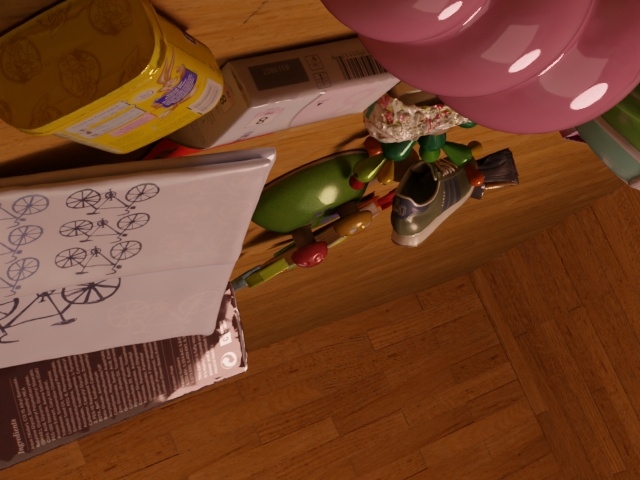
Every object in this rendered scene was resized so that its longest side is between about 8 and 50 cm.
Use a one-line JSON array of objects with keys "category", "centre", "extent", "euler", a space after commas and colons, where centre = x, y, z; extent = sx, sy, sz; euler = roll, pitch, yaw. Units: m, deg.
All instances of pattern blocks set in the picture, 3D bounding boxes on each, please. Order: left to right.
[{"category": "pattern blocks set", "centre": [0.000, 0.000, 1.895], "extent": [0.285, 0.026, 0.325], "euler": [-32, -176, -29]}]

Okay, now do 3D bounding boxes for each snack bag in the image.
[{"category": "snack bag", "centre": [-0.227, 0.035, 1.248], "extent": [0.323, 0.037, 0.342], "euler": [-9, 148, -25]}]

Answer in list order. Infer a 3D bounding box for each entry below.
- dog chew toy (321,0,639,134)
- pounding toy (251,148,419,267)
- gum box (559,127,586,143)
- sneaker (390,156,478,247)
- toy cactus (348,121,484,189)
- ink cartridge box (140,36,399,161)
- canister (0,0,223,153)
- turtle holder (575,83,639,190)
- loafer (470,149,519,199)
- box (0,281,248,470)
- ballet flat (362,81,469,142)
[{"category": "dog chew toy", "centre": [0.109, -0.184, 0.845], "extent": [0.207, 0.206, 0.332], "euler": [-30, 161, 31]}, {"category": "pounding toy", "centre": [0.023, -0.039, 1.671], "extent": [0.237, 0.110, 0.183], "euler": [-17, 168, -38]}, {"category": "gum box", "centre": [0.348, -0.191, 1.644], "extent": [0.062, 0.107, 0.188], "euler": [-28, 170, 22]}, {"category": "sneaker", "centre": [0.155, -0.079, 1.659], "extent": [0.192, 0.064, 0.086], "euler": [-47, 143, -35]}, {"category": "toy cactus", "centre": [0.140, -0.130, 1.539], "extent": [0.219, 0.112, 0.180], "euler": [-15, 160, -5]}, {"category": "ink cartridge box", "centre": [-0.054, -0.117, 1.215], "extent": [0.189, 0.066, 0.232], "euler": [-17, 165, -36]}, {"category": "canister", "centre": [-0.151, -0.118, 0.901], "extent": [0.126, 0.073, 0.170], "euler": [-26, 172, 10]}, {"category": "turtle holder", "centre": [0.403, -0.151, 1.299], "extent": [0.243, 0.320, 0.227], "euler": [-52, 164, -30]}, {"category": "loafer", "centre": [0.260, -0.098, 2.089], "extent": [0.170, 0.061, 0.062], "euler": [-22, 172, -9]}, {"category": "box", "centre": [-0.306, 0.138, 1.519], "extent": [0.381, 0.143, 0.191], "euler": [-22, -152, -26]}, {"category": "ballet flat", "centre": [0.157, -0.174, 1.359], "extent": [0.241, 0.091, 0.077], "euler": [-25, 149, -20]}]
